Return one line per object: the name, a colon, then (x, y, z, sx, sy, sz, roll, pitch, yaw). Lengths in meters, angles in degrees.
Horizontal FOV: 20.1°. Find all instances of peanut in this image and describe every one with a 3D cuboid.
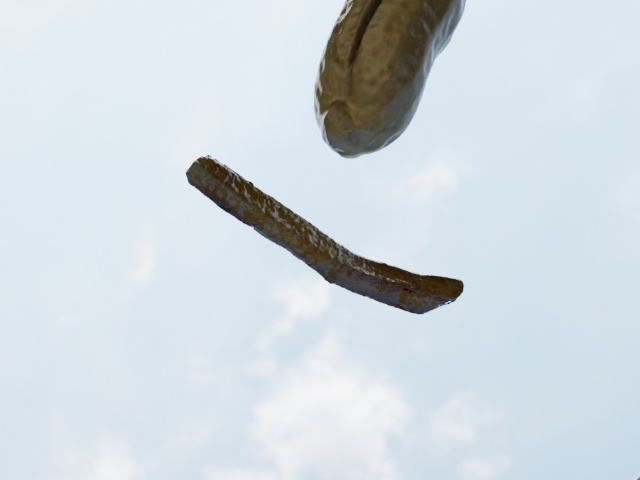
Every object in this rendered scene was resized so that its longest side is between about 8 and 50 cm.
peanut: (0.045, -0.128, 1.135, 0.080, 0.080, 0.175, 7, -116, 36)

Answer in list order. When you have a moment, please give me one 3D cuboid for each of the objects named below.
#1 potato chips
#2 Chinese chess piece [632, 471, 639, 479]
potato chips: (0.000, 0.000, 1.140, 0.037, 0.204, 0.026, -50, -156, 30)
Chinese chess piece: (0.240, 0.191, 1.073, 0.144, 0.058, 0.144, -6, -114, 13)
